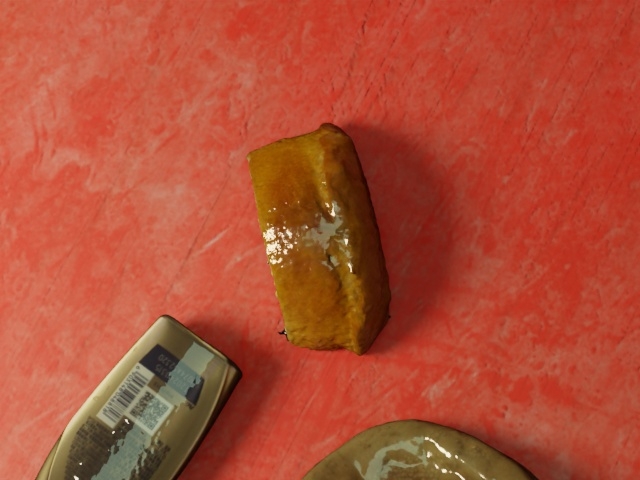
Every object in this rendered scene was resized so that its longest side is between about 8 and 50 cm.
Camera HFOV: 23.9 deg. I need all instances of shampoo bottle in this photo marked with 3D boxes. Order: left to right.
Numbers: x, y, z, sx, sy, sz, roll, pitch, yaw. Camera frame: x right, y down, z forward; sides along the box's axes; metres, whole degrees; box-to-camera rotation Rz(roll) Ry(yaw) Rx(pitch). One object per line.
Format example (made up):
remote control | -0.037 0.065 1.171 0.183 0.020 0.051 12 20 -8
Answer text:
shampoo bottle | -0.224 0.245 1.563 0.125 0.084 0.350 34 81 8

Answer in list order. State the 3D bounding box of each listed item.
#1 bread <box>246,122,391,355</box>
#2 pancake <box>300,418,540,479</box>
bread | -0.001 -0.007 1.591 0.129 0.134 0.260 -12 79 -2
pancake | 0.101 0.305 1.518 0.294 0.049 0.294 -4 56 7
